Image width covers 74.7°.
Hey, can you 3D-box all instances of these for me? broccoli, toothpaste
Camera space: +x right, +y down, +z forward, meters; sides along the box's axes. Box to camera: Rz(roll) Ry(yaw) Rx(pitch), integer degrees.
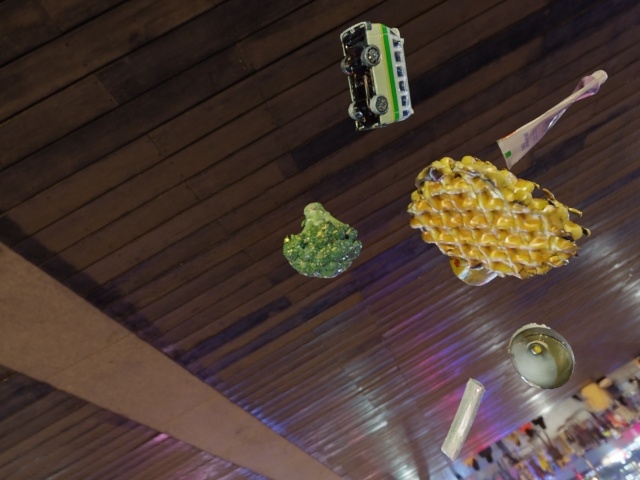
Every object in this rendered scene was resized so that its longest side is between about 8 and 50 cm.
[{"bbox_3d":[0.000,0.000,1.433,0.269,0.270,0.270,-12,156,-5],"label":"broccoli"},{"bbox_3d":[0.535,-0.287,0.966,0.301,0.048,0.075,-39,144,-2],"label":"toothpaste"}]

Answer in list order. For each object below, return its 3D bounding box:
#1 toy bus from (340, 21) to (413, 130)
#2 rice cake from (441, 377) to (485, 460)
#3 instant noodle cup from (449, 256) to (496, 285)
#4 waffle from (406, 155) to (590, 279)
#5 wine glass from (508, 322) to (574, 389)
[{"bbox_3d":[0.165,-0.468,1.205,0.164,0.133,0.276,-19,107,-28],"label":"toy bus"},{"bbox_3d":[0.350,0.441,1.031,0.034,0.043,0.211,13,98,-38],"label":"rice cake"},{"bbox_3d":[0.485,0.044,1.273,0.182,0.182,0.144,-10,147,-23],"label":"instant noodle cup"},{"bbox_3d":[0.384,-0.042,0.977,0.095,0.379,0.382,-55,172,-17],"label":"waffle"},{"bbox_3d":[0.536,0.277,1.025,0.143,0.143,0.321,-40,157,11],"label":"wine glass"}]
